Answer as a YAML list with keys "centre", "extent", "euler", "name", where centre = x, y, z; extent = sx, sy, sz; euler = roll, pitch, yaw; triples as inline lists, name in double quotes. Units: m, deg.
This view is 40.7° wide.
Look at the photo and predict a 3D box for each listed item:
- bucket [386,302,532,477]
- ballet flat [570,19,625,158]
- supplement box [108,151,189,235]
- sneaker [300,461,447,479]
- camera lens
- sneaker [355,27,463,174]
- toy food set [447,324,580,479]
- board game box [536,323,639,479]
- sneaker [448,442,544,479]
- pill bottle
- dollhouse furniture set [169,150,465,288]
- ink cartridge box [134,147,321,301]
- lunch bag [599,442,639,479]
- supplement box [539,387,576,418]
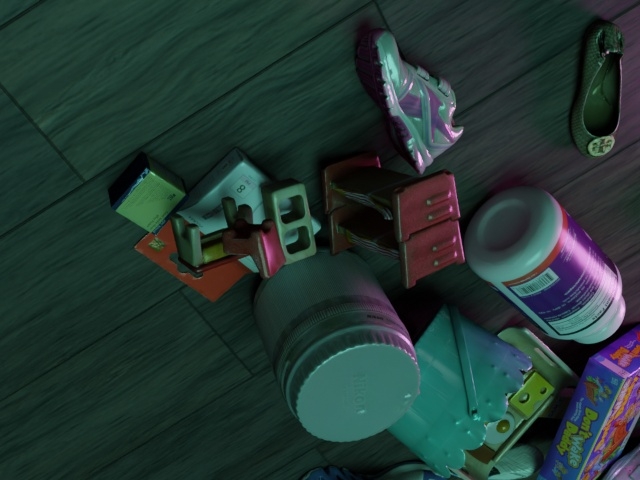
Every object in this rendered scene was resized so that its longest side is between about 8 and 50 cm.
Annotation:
- centre: [0.220, 0.256, 1.516]
  extent: [0.183, 0.281, 0.281]
  euler: [37, 109, 6]
  name: "bucket"
- centre: [0.465, -0.238, 1.420]
  extent: [0.084, 0.058, 0.249]
  euler: [-13, 126, -10]
  name: "ballet flat"
- centre: [-0.255, -0.069, 1.281]
  extent: [0.083, 0.056, 0.083]
  euler: [35, 106, -34]
  name: "supplement box"
- centre: [0.121, 0.562, 1.756]
  extent: [0.316, 0.182, 0.127]
  euler: [3, 123, -21]
  name: "sneaker"
- centre: [0.020, 0.157, 1.392]
  extent: [0.219, 0.274, 0.219]
  euler: [-9, 125, -13]
  name: "camera lens"
- centre: [0.138, -0.223, 1.299]
  extent: [0.111, 0.103, 0.252]
  euler: [-33, 132, -2]
  name: "sneaker"
- centre: [0.364, 0.341, 1.706]
  extent: [0.220, 0.092, 0.306]
  euler: [40, 92, -26]
  name: "toy food set"
- centre: [0.590, 0.359, 1.791]
  extent: [0.233, 0.078, 0.347]
  euler: [-19, 133, -41]
  name: "board game box"
- centre: [0.361, 0.478, 1.852]
  extent: [0.237, 0.085, 0.086]
  euler: [4, 150, -13]
  name: "sneaker"
- centre: [0.407, 0.056, 1.520]
  extent: [0.181, 0.181, 0.323]
  euler: [-44, 126, 12]
  name: "pill bottle"
- centre: [0.000, 0.000, 1.257]
  extent: [0.374, 0.201, 0.152]
  euler: [-21, 115, -27]
  name: "dollhouse furniture set"
- centre: [-0.145, -0.007, 1.365]
  extent: [0.232, 0.066, 0.189]
  euler: [-45, 125, 7]
  name: "ink cartridge box"
- centre: [0.712, 0.566, 1.961]
  extent: [0.279, 0.108, 0.224]
  euler: [-24, 133, -40]
  name: "lunch bag"
- centre: [0.505, 0.346, 1.837]
  extent: [0.098, 0.036, 0.062]
  euler: [10, 117, -24]
  name: "supplement box"
